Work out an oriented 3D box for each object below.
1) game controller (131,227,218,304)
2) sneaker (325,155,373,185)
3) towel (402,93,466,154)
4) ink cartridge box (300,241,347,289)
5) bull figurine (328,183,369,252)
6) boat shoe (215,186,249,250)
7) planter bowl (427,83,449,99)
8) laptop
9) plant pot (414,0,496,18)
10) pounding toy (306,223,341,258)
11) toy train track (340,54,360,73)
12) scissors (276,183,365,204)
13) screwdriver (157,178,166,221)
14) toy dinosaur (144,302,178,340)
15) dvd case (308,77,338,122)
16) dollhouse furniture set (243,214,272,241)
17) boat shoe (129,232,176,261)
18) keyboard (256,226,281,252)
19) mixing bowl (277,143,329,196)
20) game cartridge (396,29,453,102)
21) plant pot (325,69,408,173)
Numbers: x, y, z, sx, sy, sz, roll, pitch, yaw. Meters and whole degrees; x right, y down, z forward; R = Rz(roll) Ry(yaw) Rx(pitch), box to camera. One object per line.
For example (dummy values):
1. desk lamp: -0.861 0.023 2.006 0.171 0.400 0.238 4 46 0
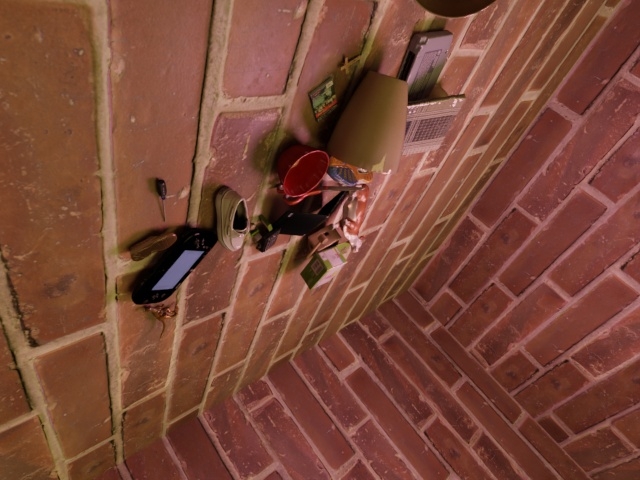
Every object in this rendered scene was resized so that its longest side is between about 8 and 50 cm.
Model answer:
1. game controller: -0.463 0.087 1.310 0.319 0.067 0.166 -47 155 11
2. sneaker: 0.080 -0.246 1.494 0.296 0.130 0.112 -2 90 -58
3. towel: 0.355 -0.433 1.560 0.323 0.056 0.312 -11 155 -11
4. ink cartridge box: 0.058 0.106 1.876 0.255 0.097 0.189 -20 158 -38
5. bull figurine: 0.131 -0.106 1.737 0.188 0.101 0.311 4 95 -58
6. boat shoe: -0.270 -0.052 1.311 0.096 0.088 0.268 -43 154 -39
7. planter bowl: 0.461 -0.528 1.639 0.162 0.109 0.162 -34 155 -19
8. laptop: -0.049 -0.118 1.550 0.264 0.136 0.234 -55 -168 -30
9. plant pot: 0.351 -0.732 1.009 0.284 0.283 0.191 110 0 -45
10. pounding toy: -0.007 0.002 1.803 0.181 0.094 0.206 -30 162 -15
11. toy train track: 0.085 -0.525 1.201 0.083 0.014 0.048 -39 149 -21
12. scissors: -0.001 -0.185 1.408 0.296 0.109 0.021 -13 138 -10
13. screwdriver: -0.427 -0.106 1.115 0.025 0.024 0.170 -62 176 -34
14. toy dinosaur: -0.571 0.275 1.482 0.112 0.064 0.212 -18 141 -9
15. dvd case: 0.010 -0.427 1.246 0.087 0.013 0.119 -39 157 -7
16. dollhouse furniture set: -0.250 -0.023 1.457 0.151 0.058 0.076 -36 154 -15
17. boat shoe: -0.484 0.008 1.175 0.135 0.045 0.050 -28 144 -21
18. keyboard: -0.202 0.009 1.560 0.108 0.023 0.180 -33 172 -21
19. mixing bowl: -0.073 -0.241 1.320 0.181 0.098 0.181 -34 153 -20
20. game cartridge: 0.352 -0.589 1.447 0.196 0.060 0.294 -22 149 -32
21. plant pot: 0.173 -0.390 1.317 0.256 0.256 0.274 -13 127 -47
